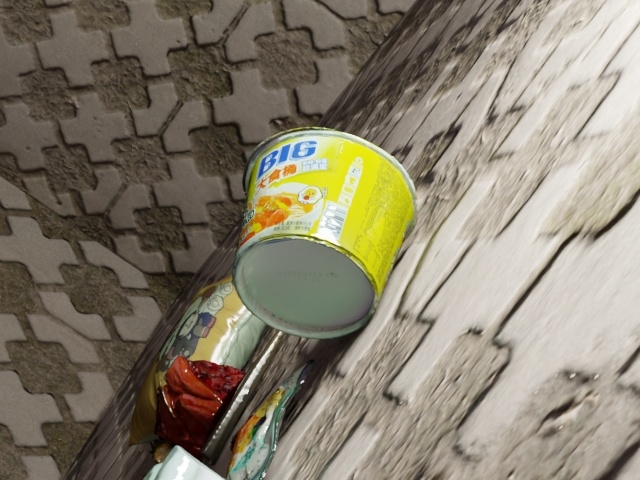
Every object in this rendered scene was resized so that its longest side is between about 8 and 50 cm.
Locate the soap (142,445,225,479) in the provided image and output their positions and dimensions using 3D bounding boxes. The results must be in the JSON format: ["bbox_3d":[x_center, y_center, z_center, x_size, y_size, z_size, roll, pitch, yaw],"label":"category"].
[{"bbox_3d":[-0.186,0.371,1.324,0.208,0.115,0.347,-50,9,44],"label":"soap"}]

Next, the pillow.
[{"bbox_3d":[-0.178,0.173,2.213,0.310,0.119,0.312,-61,10,-19],"label":"pillow"}]

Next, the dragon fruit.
[{"bbox_3d":[-0.182,0.240,1.963,0.122,0.092,0.192,-55,-11,-55],"label":"dragon fruit"}]

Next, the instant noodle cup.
[{"bbox_3d":[0.000,0.000,1.570,0.205,0.205,0.153,-49,19,42],"label":"instant noodle cup"}]

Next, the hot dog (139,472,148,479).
[{"bbox_3d":[-0.283,0.417,2.073,0.215,0.047,0.066,-52,22,23],"label":"hot dog"}]

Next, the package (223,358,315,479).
[{"bbox_3d":[-0.078,0.235,1.565,0.166,0.040,0.232,-48,11,45],"label":"package"}]

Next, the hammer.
[{"bbox_3d":[-0.080,0.171,1.934,0.297,0.027,0.125,-58,3,-25],"label":"hammer"}]
